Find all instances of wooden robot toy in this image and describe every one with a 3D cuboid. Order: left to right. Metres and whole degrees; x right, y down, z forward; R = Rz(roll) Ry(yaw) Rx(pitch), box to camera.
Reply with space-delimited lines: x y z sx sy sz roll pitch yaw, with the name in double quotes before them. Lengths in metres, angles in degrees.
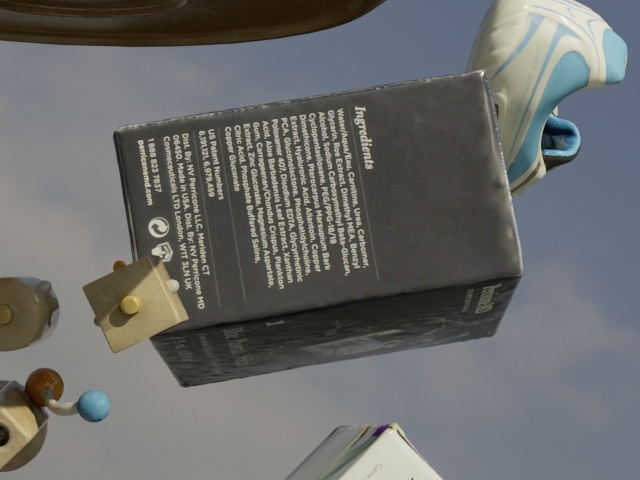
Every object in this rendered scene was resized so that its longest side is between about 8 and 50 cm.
"wooden robot toy" -0.126 0.059 0.698 0.076 0.173 0.079 48 5 3

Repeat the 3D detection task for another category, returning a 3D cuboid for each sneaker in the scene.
"sneaker" 0.088 -0.043 1.025 0.086 0.085 0.237 29 -43 -5

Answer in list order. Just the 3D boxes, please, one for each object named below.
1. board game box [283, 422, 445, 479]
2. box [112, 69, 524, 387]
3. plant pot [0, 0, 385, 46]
"board game box" 0.064 0.222 0.748 0.275 0.144 0.142 46 -10 -1
"box" 0.000 0.000 0.813 0.158 0.093 0.156 -10 -12 -1
"plant pot" -0.076 -0.090 0.574 0.236 0.032 0.236 1 -4 0
